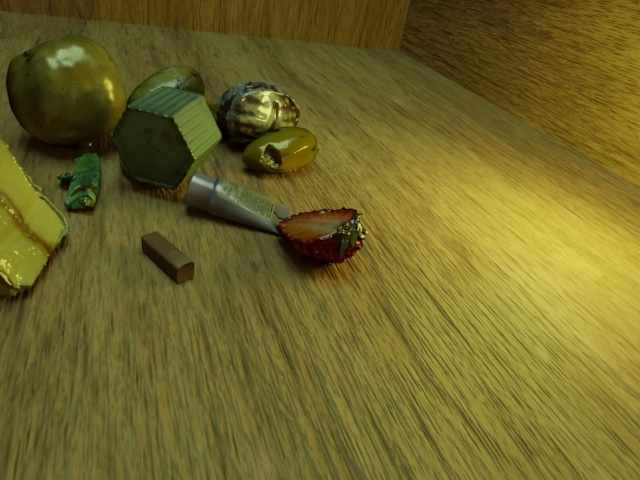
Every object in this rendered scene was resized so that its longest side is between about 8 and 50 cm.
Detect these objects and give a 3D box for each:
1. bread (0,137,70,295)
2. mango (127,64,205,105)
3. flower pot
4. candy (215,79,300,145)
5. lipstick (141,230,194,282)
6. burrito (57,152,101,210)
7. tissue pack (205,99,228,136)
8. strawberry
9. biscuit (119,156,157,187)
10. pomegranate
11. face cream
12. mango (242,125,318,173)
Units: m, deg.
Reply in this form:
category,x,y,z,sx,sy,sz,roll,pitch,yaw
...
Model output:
category,x,y,z,sx,sy,sz,roll,pitch,yaw
bread,-0.623,-0.057,0.942,0.198,0.236,0.263,4,33,-10
mango,-0.563,-0.522,1.779,0.329,0.175,0.176,-42,24,-29
flower pot,-0.406,-0.274,1.304,0.209,0.239,0.189,-11,29,21
candy,-0.204,-0.425,1.666,0.289,0.214,0.157,-5,39,-38
lipstick,-0.334,0.034,1.067,0.145,0.045,0.045,33,37,32
burrito,-0.630,-0.157,1.274,0.104,0.054,0.288,-2,36,-17
tissue pack,-0.421,-0.409,1.695,0.183,0.092,0.226,25,33,23
strawberry,0.000,0.000,1.184,0.236,0.111,0.190,9,34,45
biscuit,-0.482,-0.241,1.457,0.205,0.040,0.309,13,34,3
pomegranate,-0.728,-0.429,1.437,0.333,0.332,0.332,8,32,-5
face cream,-0.211,-0.096,1.283,0.274,0.096,0.154,19,28,-11
mango,-0.126,-0.287,1.560,0.167,0.130,0.262,30,41,32
